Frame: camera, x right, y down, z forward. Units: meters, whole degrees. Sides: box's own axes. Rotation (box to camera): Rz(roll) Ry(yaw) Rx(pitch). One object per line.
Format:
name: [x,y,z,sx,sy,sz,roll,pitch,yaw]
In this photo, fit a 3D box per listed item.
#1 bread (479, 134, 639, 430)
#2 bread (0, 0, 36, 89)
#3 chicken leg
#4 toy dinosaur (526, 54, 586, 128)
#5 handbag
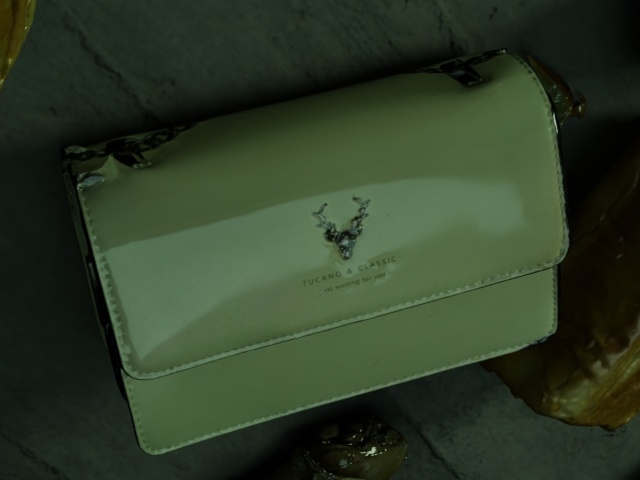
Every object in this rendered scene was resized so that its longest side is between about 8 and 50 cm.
bread: [0.290,0.013,1.135,0.344,0.149,0.195,-50,145,17]
bread: [-0.292,-0.150,0.795,0.236,0.120,0.198,5,125,-25]
chicken leg: [-0.009,0.231,1.229,0.196,0.080,0.125,-14,142,-10]
toy dinosaur: [0.187,-0.119,1.071,0.113,0.026,0.041,28,105,-45]
handbag: [0.000,0.000,1.004,0.358,0.160,0.236,-15,123,-11]
